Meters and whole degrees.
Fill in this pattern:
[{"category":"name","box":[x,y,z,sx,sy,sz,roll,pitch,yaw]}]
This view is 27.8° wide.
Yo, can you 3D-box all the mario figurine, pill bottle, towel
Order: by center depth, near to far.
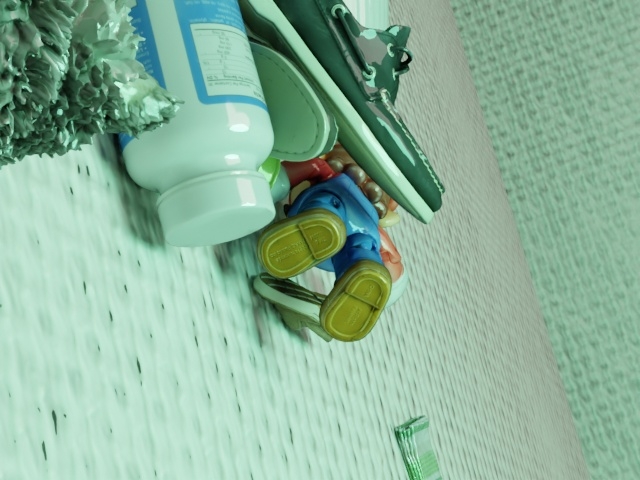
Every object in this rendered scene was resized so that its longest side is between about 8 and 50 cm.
[{"category":"pill bottle","box":[-0.108,-0.112,1.047,0.124,0.124,0.221,25,48,-68]},{"category":"mario figurine","box":[0.000,0.000,1.290,0.320,0.170,0.198,-75,159,-70]},{"category":"towel","box":[0.134,0.288,1.550,0.113,0.023,0.152,0,71,-72]}]

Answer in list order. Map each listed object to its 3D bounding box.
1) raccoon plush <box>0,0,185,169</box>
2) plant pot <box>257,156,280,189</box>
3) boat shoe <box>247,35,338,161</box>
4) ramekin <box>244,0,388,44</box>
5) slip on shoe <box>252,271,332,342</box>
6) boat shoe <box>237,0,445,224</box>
[{"category":"raccoon plush","box":[-0.229,-0.028,0.594,0.299,0.216,0.446,71,38,-56]},{"category":"plant pot","box":[-0.092,-0.076,1.158,0.079,0.083,0.083,36,35,-42]},{"category":"boat shoe","box":[-0.058,-0.138,1.133,0.228,0.081,0.069,38,19,33]},{"category":"ramekin","box":[-0.025,-0.225,1.321,0.207,0.207,0.109,20,61,-69]},{"category":"slip on shoe","box":[-0.021,0.068,1.267,0.135,0.041,0.051,21,18,-51]},{"category":"boat shoe","box":[0.026,-0.173,1.173,0.340,0.113,0.127,52,-6,-2]}]
